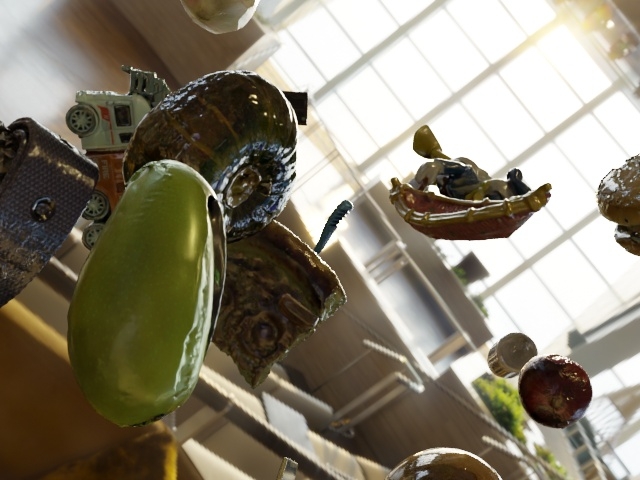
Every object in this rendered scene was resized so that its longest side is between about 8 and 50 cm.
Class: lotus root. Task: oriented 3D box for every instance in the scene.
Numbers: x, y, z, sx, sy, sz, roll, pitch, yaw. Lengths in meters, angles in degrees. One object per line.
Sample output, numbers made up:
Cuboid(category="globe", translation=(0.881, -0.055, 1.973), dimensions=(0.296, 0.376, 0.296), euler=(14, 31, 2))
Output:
Cuboid(category="lotus root", translation=(-0.043, 0.130, 1.237), dimensions=(0.083, 0.037, 0.030), euler=(38, 5, -7))

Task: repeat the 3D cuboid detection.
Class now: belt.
Cuboid(category="belt", translation=(-0.372, -0.032, 0.781), dimensions=(0.139, 0.230, 0.126), euler=(41, 1, 43))

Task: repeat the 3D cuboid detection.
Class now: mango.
Cuboid(category="mango", translation=(-0.105, 0.026, 0.408), dimensions=(0.074, 0.091, 0.165), euler=(34, 54, -62))

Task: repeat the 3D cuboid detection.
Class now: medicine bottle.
Cuboid(category="medicine bottle", translation=(0.489, 0.300, 1.772), dimensions=(0.102, 0.103, 0.186), euler=(55, -7, 16))

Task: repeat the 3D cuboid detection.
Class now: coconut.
Cuboid(category="coconut", translation=(-0.200, -0.504, 1.389), dimensions=(0.171, 0.171, 0.183), euler=(44, 43, -32))

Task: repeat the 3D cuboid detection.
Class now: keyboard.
Cuboid(category="keyboard", translation=(-0.121, -0.252, 1.295), dimensions=(0.011, 0.202, 0.067), euler=(-174, -95, -74))

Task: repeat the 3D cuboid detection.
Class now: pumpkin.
Cuboid(category="pumpkin", translation=(-0.155, -0.113, 0.946), dimensions=(0.189, 0.260, 0.260), euler=(40, 5, 29))

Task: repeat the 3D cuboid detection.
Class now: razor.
Cuboid(category="razor", translation=(0.000, 0.000, 1.653), dimensions=(0.082, 0.253, 0.042), euler=(2, 44, -47))

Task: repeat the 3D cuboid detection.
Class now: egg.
Cuboid(category="egg", translation=(0.240, 0.612, 1.410), dimensions=(0.301, 0.373, 0.301), euler=(18, 2, -1))

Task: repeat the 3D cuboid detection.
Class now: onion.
Cuboid(category="onion", translation=(0.413, 0.266, 1.212), dimensions=(0.131, 0.131, 0.131), euler=(49, 12, -14))

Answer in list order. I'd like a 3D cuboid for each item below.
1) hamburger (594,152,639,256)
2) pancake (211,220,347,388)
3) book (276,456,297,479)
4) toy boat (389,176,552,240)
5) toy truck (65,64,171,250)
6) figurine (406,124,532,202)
Cuboid(category="hamburger", translation=(0.803, -0.089, 1.519), dimensions=(0.195, 0.318, 0.277), euler=(59, 6, -19))
Cuboid(category="pancake", translation=(-0.179, 0.083, 1.338), dimensions=(0.427, 0.304, 0.067), euler=(32, 2, 10))
Cuboid(category="book", translation=(-0.106, 0.668, 1.739), dimensions=(0.018, 0.228, 0.322), euler=(13, -20, 8))
Cuboid(category="toy boat", translation=(0.230, -0.050, 1.111), dimensions=(0.318, 0.141, 0.099), euler=(8, -68, 50))
Cuboid(category="toy truck", translation=(-0.330, -0.134, 1.213), dimensions=(0.133, 0.184, 0.338), euler=(-121, -154, -77))
Cuboid(category="figurine", translation=(0.313, -0.137, 1.546), dimensions=(0.338, 0.204, 0.283), euler=(14, 23, 42))
